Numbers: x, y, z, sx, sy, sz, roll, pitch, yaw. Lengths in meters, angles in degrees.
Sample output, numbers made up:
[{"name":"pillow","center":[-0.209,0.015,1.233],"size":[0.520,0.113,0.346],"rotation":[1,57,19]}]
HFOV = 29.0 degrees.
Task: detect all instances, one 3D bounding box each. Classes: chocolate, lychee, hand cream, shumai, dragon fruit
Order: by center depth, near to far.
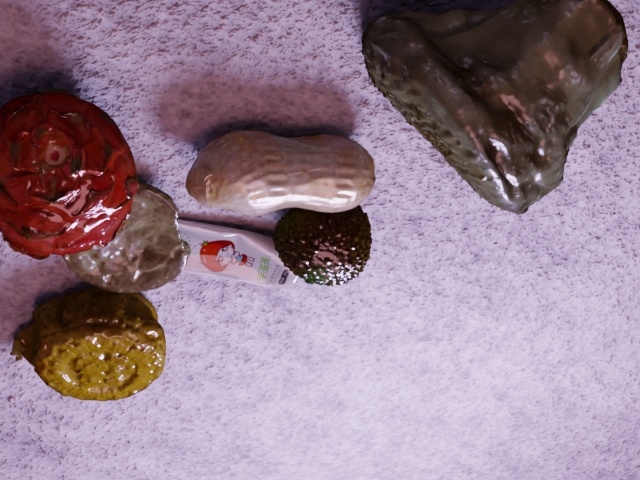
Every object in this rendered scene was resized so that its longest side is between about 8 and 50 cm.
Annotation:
[{"name":"dragon fruit","center":[-0.372,-0.093,1.743],"size":[0.241,0.241,0.252],"rotation":[-27,149,10]},{"name":"shumai","center":[0.274,-0.246,1.783],"size":[0.323,0.324,0.397],"rotation":[-41,143,5]},{"name":"chocolate","center":[-0.057,-0.107,1.926],"size":[0.309,0.134,0.134],"rotation":[-3,139,-21]},{"name":"lychee","center":[0.000,0.000,2.046],"size":[0.171,0.171,0.171],"rotation":[-11,140,-9]},{"name":"hand cream","center":[-0.162,0.023,2.094],"size":[0.336,0.076,0.121],"rotation":[11,131,-22]}]

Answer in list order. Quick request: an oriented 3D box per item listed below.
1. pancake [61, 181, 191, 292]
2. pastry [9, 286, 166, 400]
[{"name":"pancake","center":[-0.317,-0.007,1.990],"size":[0.223,0.042,0.236],"rotation":[-22,133,17]},{"name":"pastry","center":[-0.385,0.182,2.130],"size":[0.235,0.132,0.240],"rotation":[14,130,-34]}]
